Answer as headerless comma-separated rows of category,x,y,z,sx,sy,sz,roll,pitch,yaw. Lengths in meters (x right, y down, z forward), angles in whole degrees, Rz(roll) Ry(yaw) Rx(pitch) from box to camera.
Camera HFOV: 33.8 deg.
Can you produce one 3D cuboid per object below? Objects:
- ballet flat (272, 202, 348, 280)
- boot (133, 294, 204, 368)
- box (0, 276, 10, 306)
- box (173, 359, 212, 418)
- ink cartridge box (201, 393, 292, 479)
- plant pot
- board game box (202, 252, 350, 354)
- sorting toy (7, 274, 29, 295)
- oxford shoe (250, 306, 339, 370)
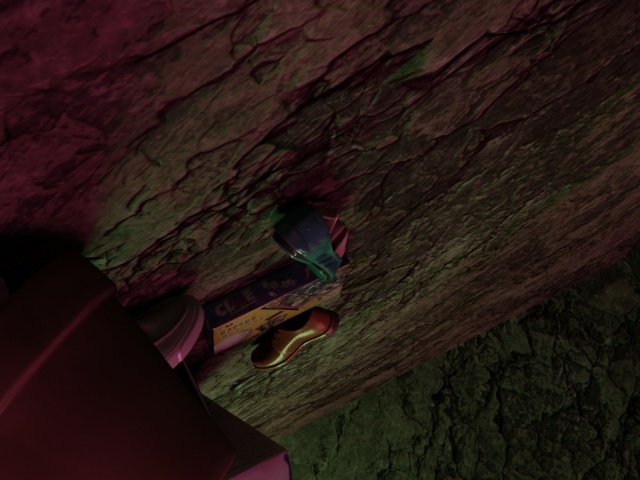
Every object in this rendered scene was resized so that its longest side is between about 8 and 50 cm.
ballet flat,0.000,0.000,1.483,0.087,0.083,0.247,-44,166,0
boot,-0.272,0.142,1.423,0.258,0.095,0.123,-46,139,-22
box,-0.459,0.092,0.991,0.324,0.063,0.067,-18,162,-34
box,-0.348,0.304,1.636,0.343,0.179,0.312,-26,165,-11
ink cartridge box,-0.268,0.420,1.942,0.270,0.151,0.395,-20,-153,-33
plant pot,-0.257,0.219,1.128,0.323,0.280,0.323,-52,180,0
board game box,-0.074,0.097,1.715,0.243,0.042,0.165,-25,164,-14
sorting toy,-0.350,0.069,1.169,0.102,0.042,0.061,-49,173,22
oxford shoe,-0.066,0.176,1.968,0.076,0.076,0.212,28,129,-36
